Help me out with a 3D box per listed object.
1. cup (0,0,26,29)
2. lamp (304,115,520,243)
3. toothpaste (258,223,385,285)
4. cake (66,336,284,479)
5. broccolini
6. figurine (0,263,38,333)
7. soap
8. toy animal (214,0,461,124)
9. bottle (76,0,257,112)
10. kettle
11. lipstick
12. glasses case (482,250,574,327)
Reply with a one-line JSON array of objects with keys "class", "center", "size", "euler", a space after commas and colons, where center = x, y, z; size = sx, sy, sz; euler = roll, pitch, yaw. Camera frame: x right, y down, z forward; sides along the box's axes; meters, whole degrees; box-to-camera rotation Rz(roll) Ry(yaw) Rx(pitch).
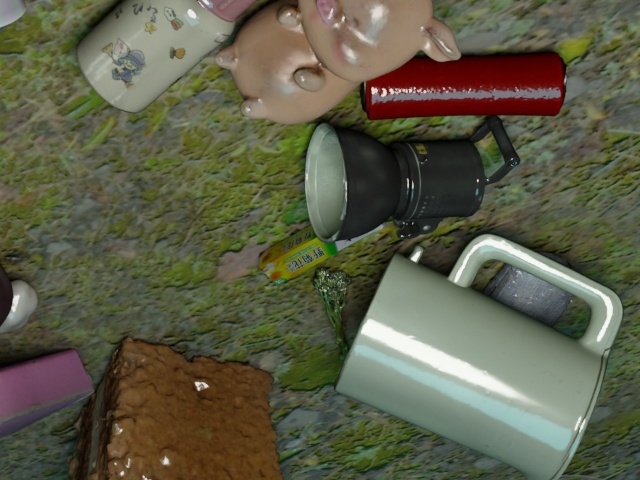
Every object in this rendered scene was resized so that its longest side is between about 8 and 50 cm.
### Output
[{"class": "cup", "center": [-0.385, -0.292, 1.285], "size": [0.104, 0.074, 0.116], "euler": [10, 132, 26]}, {"class": "lamp", "center": [0.108, -0.068, 1.460], "size": [0.227, 0.147, 0.172], "euler": [-2, 139, -20]}, {"class": "toothpaste", "center": [0.000, 0.000, 1.573], "size": [0.178, 0.037, 0.043], "euler": [-29, 125, 20]}, {"class": "cake", "center": [-0.217, 0.339, 1.714], "size": [0.282, 0.256, 0.290], "euler": [14, 132, -17]}, {"class": "broccolini", "center": [0.021, 0.118, 1.666], "size": [0.054, 0.052, 0.194], "euler": [-3, 131, 4]}, {"class": "figurine", "center": [-0.562, 0.029, 1.504], "size": [0.218, 0.206, 0.365], "euler": [-41, 99, 0]}, {"class": "soap", "center": [-0.454, 0.230, 1.612], "size": [0.181, 0.259, 0.081], "euler": [-27, 85, 21]}, {"class": "toy animal", "center": [0.015, -0.223, 1.304], "size": [0.250, 0.154, 0.167], "euler": [-25, 95, 26]}, {"class": "bottle", "center": [-0.158, -0.248, 1.302], "size": [0.233, 0.110, 0.110], "euler": [-36, 124, 25]}, {"class": "kettle", "center": [0.210, 0.146, 1.566], "size": [0.317, 0.265, 0.205], "euler": [25, 155, 6]}, {"class": "lipstick", "center": [0.169, -0.184, 1.400], "size": [0.241, 0.080, 0.080], "euler": [-1, 131, -3]}, {"class": "glasses case", "center": [0.262, 0.126, 1.678], "size": [0.109, 0.067, 0.282], "euler": [17, 126, -18]}]
